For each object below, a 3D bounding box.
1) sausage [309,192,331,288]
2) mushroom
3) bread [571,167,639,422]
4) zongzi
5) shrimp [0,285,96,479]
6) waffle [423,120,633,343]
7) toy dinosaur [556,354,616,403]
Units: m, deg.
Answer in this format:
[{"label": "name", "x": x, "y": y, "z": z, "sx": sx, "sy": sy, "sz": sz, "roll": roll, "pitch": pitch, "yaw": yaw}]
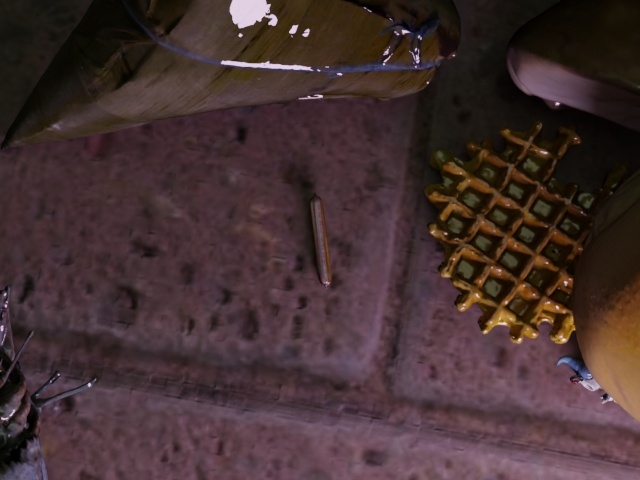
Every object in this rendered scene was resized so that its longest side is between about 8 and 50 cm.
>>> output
[{"label": "sausage", "x": 0.000, "y": 0.000, "z": 1.536, "sx": 0.015, "sy": 0.015, "sz": 0.100, "roll": -5, "pitch": 76, "yaw": -8}, {"label": "mushroom", "x": 0.403, "y": -0.225, "z": 1.533, "sx": 0.397, "sy": 0.224, "sz": 0.313, "roll": 15, "pitch": 77, "yaw": -2}, {"label": "bread", "x": 0.424, "y": 0.065, "z": 1.387, "sx": 0.376, "sy": 0.348, "sz": 0.253, "roll": 37, "pitch": 36, "yaw": -13}, {"label": "zongzi", "x": -0.080, "y": -0.180, "z": 1.523, "sx": 0.356, "sy": 0.393, "sz": 0.174, "roll": 16, "pitch": 42, "yaw": -38}, {"label": "shrimp", "x": -0.316, "y": 0.136, "z": 1.417, "sx": 0.172, "sy": 0.137, "sz": 0.372, "roll": -6, "pitch": 83, "yaw": -45}, {"label": "waffle", "x": 0.223, "y": -0.007, "z": 1.547, "sx": 0.229, "sy": 0.051, "sz": 0.231, "roll": -7, "pitch": 78, "yaw": -9}, {"label": "toy dinosaur", "x": 0.282, "y": 0.136, "z": 1.528, "sx": 0.083, "sy": 0.030, "sz": 0.047, "roll": 36, "pitch": 73, "yaw": 3}]
